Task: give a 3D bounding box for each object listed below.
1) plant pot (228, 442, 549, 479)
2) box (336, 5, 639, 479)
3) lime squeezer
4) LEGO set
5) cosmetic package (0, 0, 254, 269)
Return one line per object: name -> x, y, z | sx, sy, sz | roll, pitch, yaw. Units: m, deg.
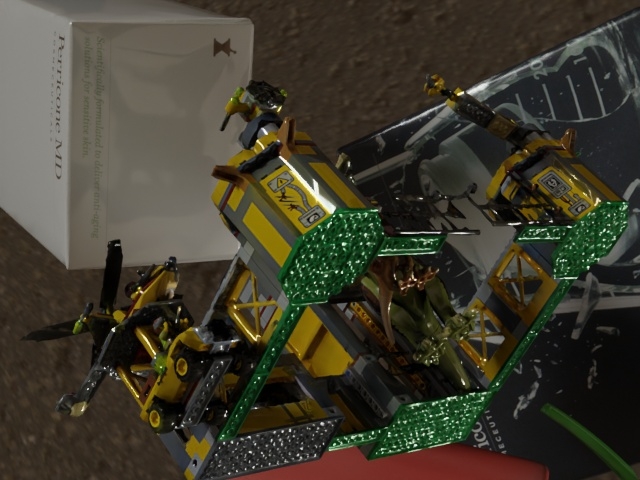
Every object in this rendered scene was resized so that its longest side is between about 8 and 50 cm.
plant pot -> 0.030, 0.270, 1.078 | 0.243, 0.275, 0.275 | 22, 86, 9
box -> 0.354, 0.003, 1.563 | 0.472, 0.297, 0.480 | -24, 88, 29
lime squeezer -> 0.296, 0.277, 1.234 | 0.110, 0.059, 0.310 | -17, 103, 3
LEGO set -> 0.000, 0.000, 0.782 | 0.331, 0.192, 0.255 | -11, 136, -39
cosmetic package -> -0.200, -0.117, 1.119 | 0.155, 0.365, 0.197 | -4, 105, -27
